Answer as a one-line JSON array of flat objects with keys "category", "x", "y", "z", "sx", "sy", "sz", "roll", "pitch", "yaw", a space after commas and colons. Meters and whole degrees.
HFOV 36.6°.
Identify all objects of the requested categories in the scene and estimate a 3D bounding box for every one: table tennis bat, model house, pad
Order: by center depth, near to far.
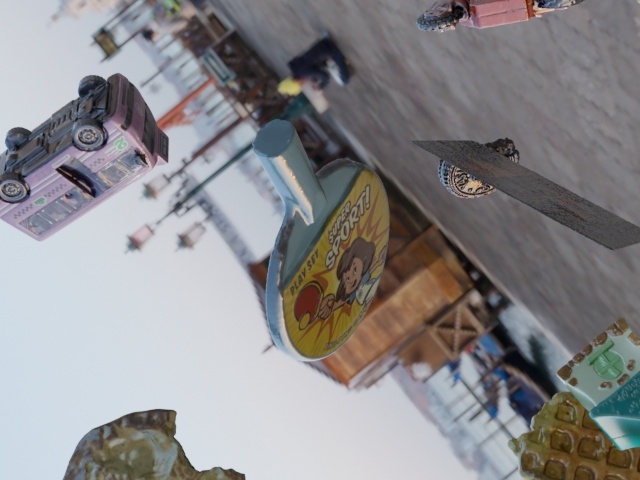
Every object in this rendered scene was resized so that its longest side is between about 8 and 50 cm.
[{"category": "pad", "x": 0.198, "y": -0.048, "z": 0.897, "sx": 0.211, "sy": 0.003, "sz": 0.143, "roll": 32, "pitch": -159, "yaw": 27}, {"category": "table tennis bat", "x": 0.000, "y": 0.000, "z": 1.002, "sx": 0.044, "sy": 0.215, "sz": 0.329, "roll": 21, "pitch": 153, "yaw": 29}, {"category": "model house", "x": 0.405, "y": 0.197, "z": 1.249, "sx": 0.100, "sy": 0.127, "sz": 0.149, "roll": 45, "pitch": -175, "yaw": -37}]

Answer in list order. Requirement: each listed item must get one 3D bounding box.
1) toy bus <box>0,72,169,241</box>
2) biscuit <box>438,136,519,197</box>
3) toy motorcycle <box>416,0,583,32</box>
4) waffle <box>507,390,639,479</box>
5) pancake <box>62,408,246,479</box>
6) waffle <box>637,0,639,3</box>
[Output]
[{"category": "toy bus", "x": -0.265, "y": -0.087, "z": 1.052, "sx": 0.108, "sy": 0.199, "sz": 0.096, "roll": 44, "pitch": -155, "yaw": -37}, {"category": "biscuit", "x": 0.179, "y": -0.084, "z": 1.089, "sx": 0.087, "sy": 0.089, "sz": 0.027, "roll": 26, "pitch": -147, "yaw": -38}, {"category": "toy motorcycle", "x": 0.317, "y": -0.429, "z": 1.706, "sx": 0.171, "sy": 0.298, "sz": 0.089, "roll": -69, "pitch": -32, "yaw": -61}, {"category": "waffle", "x": 0.427, "y": 0.326, "z": 1.371, "sx": 0.058, "sy": 0.301, "sz": 0.281, "roll": 91, "pitch": 171, "yaw": -65}, {"category": "pancake", "x": -0.190, "y": 0.304, "z": 1.089, "sx": 0.235, "sy": 0.212, "sz": 0.029, "roll": 46, "pitch": 180, "yaw": 13}, {"category": "waffle", "x": 0.517, "y": -0.398, "z": 1.381, "sx": 0.046, "sy": 0.192, "sz": 0.160, "roll": 41, "pitch": 129, "yaw": 37}]
